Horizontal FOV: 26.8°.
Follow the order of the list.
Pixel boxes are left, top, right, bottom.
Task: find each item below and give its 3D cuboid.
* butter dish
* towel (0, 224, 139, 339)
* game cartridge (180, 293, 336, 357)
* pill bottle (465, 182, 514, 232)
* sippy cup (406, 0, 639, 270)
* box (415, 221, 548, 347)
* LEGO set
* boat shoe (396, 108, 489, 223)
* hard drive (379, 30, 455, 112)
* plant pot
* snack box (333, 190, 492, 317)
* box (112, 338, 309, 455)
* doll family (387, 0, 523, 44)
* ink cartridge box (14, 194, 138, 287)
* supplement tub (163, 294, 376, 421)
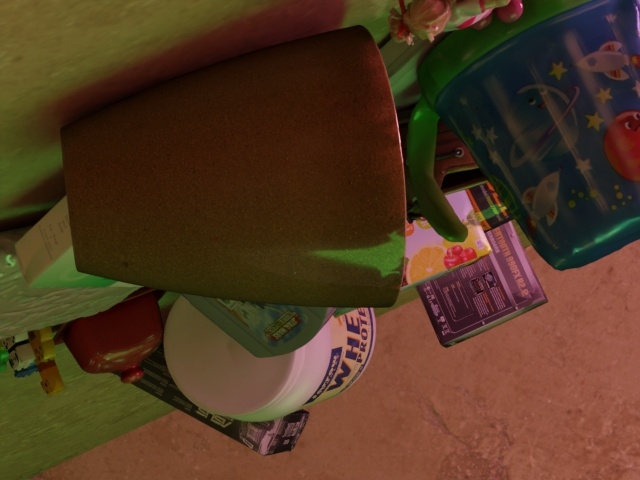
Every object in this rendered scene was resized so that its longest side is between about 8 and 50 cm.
[{"bbox_3d":[-0.281,0.143,1.879,0.160,0.118,0.160,-19,169,-25],"label":"butter dish"},{"bbox_3d":[-0.304,0.040,1.464,0.332,0.053,0.317,-15,168,-40],"label":"towel"},{"bbox_3d":[-0.080,0.048,1.620,0.062,0.198,0.297,-48,-178,-28],"label":"game cartridge"},{"bbox_3d":[0.251,-0.095,1.808,0.246,0.130,0.130,-26,170,12],"label":"pill bottle"},{"bbox_3d":[0.237,-0.102,1.221,0.240,0.224,0.305,-19,169,-23],"label":"sippy cup"},{"bbox_3d":[0.233,0.031,2.151,0.183,0.231,0.056,-26,167,11],"label":"box"},{"bbox_3d":[-0.410,0.183,1.861,0.087,0.093,0.227,-17,168,-35],"label":"LEGO set"},{"bbox_3d":[0.089,-0.073,1.372,0.307,0.104,0.110,-22,170,-6],"label":"boat shoe"},{"bbox_3d":[0.115,-0.171,1.347,0.203,0.040,0.307,-17,168,-33],"label":"hard drive"},{"bbox_3d":[-0.080,-0.049,1.102,0.254,0.237,0.237,-6,167,-10],"label":"plant pot"},{"bbox_3d":[0.081,-0.023,1.661,0.207,0.174,0.070,-19,171,-19],"label":"snack box"},{"bbox_3d":[-0.182,0.245,2.186,0.076,0.307,0.242,-63,170,-2],"label":"box"},{"bbox_3d":[0.160,-0.227,1.016,0.263,0.118,0.163,-8,-174,32],"label":"doll family"},{"bbox_3d":[-0.152,-0.033,1.261,0.225,0.056,0.181,-37,158,29],"label":"ink cartridge box"},{"bbox_3d":[-0.071,0.139,1.970,0.235,0.235,0.325,-27,172,18],"label":"supplement tub"}]
